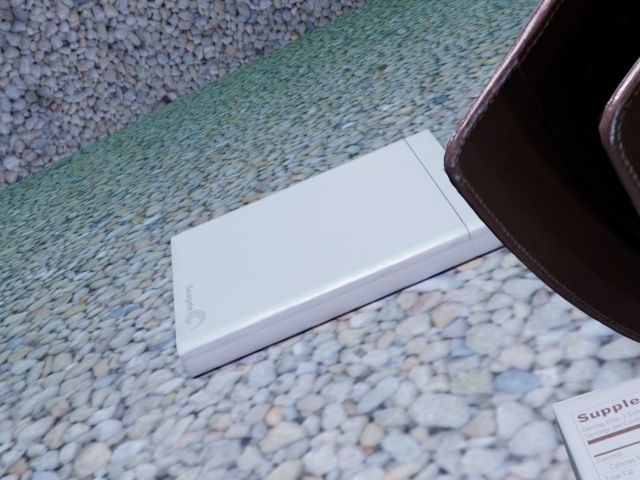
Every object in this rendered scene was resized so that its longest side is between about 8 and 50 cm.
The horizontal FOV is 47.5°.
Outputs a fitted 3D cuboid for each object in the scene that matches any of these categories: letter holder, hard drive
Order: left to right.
[{"bbox_3d":[0.000,0.000,0.835,0.353,0.047,0.233,-23,34,2],"label":"hard drive"},{"bbox_3d":[0.238,-0.026,0.385,0.214,0.302,0.152,-55,39,5],"label":"letter holder"}]

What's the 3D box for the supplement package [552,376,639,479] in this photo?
[{"bbox_3d":[0.187,0.149,0.317,0.105,0.105,0.179,-22,23,11],"label":"supplement package"}]
